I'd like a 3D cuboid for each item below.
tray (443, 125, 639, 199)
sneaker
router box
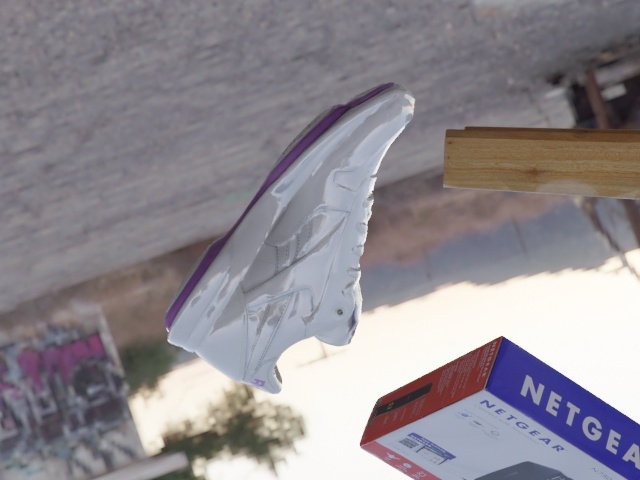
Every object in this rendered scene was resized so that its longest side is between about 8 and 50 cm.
[{"bbox_3d":[0.352,-0.083,1.486,0.203,0.076,0.411,-2,-175,-43],"label":"tray"},{"bbox_3d":[0.000,0.000,1.227,0.305,0.152,0.114,-52,-176,11],"label":"sneaker"},{"bbox_3d":[0.265,0.277,1.778,0.301,0.335,0.082,-38,-156,55],"label":"router box"}]
